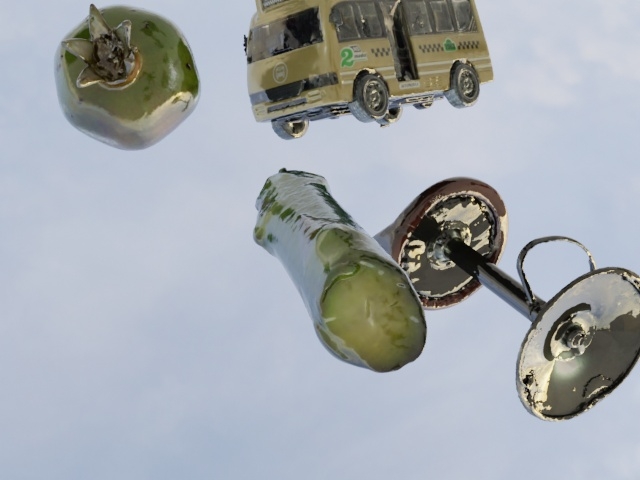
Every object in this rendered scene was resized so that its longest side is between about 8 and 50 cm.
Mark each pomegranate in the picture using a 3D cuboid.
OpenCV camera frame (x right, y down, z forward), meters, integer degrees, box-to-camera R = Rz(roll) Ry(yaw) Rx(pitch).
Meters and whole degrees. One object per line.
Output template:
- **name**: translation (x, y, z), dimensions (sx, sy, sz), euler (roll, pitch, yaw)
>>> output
- **pomegranate**: translation (-0.238, -0.201, 1.366), dimensions (0.182, 0.224, 0.181), euler (0, -92, 4)

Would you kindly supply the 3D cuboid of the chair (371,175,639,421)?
- **chair**: translation (0.241, 0.056, 1.594), dimensions (0.226, 0.226, 0.401), euler (-20, -147, -23)

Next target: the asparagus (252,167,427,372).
- **asparagus**: translation (-0.001, 0.001, 0.906), dimensions (0.085, 0.082, 0.343), euler (27, -167, -24)

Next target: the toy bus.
- **toy bus**: translation (0.066, -0.256, 1.563), dimensions (0.365, 0.177, 0.201), euler (-15, -85, -47)
